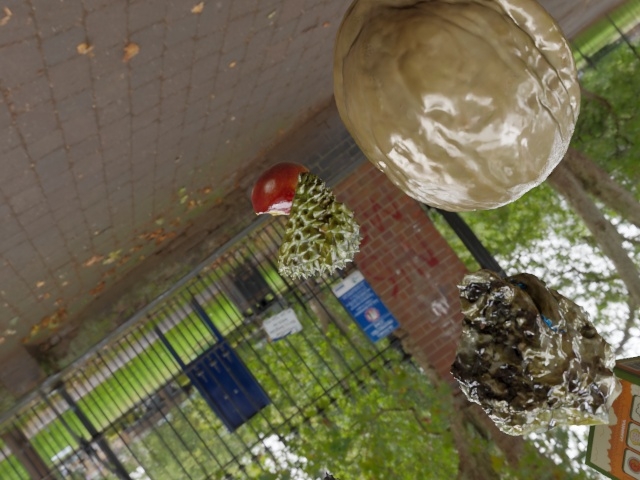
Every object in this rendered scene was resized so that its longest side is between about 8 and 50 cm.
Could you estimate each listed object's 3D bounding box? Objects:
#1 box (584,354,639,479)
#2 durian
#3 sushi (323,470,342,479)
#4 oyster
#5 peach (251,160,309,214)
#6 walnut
[{"bbox_3d":[0.543,0.283,0.919,0.195,0.177,0.148,-1,-171,-28],"label":"box"},{"bbox_3d":[0.004,0.000,0.845,0.187,0.108,0.119,98,8,-46],"label":"durian"},{"bbox_3d":[0.116,0.404,0.455,0.064,0.359,0.343,-60,-179,43],"label":"sushi"},{"bbox_3d":[0.285,0.147,0.778,0.223,0.214,0.083,2,174,1],"label":"oyster"},{"bbox_3d":[-0.090,-0.116,1.335,0.118,0.151,0.151,17,144,-31],"label":"peach"},{"bbox_3d":[0.156,-0.186,0.727,0.252,0.313,0.277,-10,-134,58],"label":"walnut"}]
